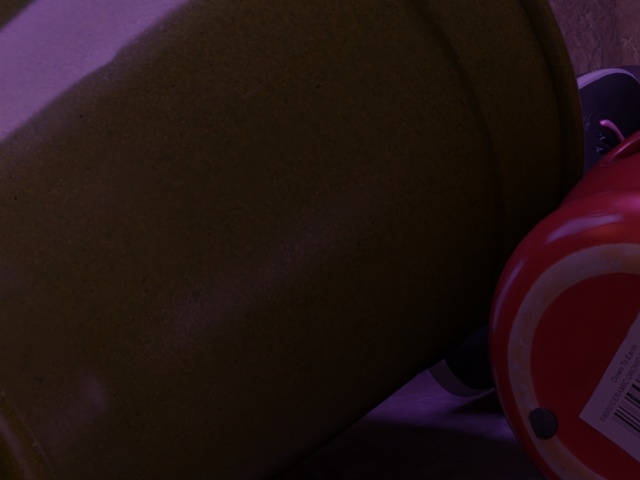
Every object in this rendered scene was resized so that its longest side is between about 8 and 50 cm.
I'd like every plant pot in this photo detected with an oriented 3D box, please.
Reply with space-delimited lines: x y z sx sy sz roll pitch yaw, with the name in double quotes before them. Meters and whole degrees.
"plant pot" -0.110 -0.002 0.775 0.367 0.366 0.353 0 32 41
"plant pot" 0.183 0.037 0.734 0.191 0.191 0.174 -1 15 37

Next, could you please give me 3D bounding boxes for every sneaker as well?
"sneaker" 0.191 -0.017 0.997 0.147 0.104 0.295 -12 33 47
